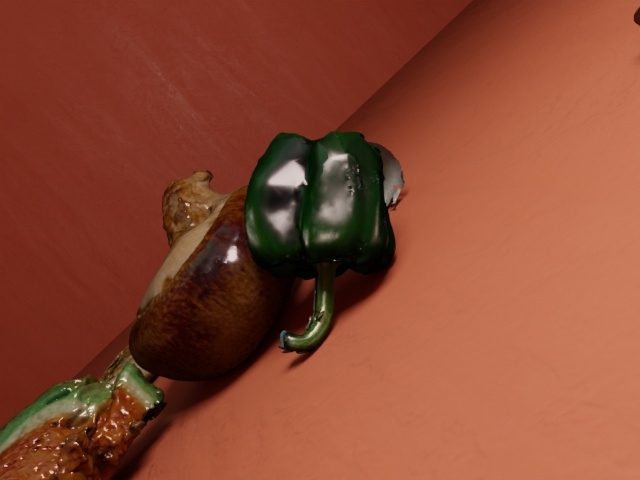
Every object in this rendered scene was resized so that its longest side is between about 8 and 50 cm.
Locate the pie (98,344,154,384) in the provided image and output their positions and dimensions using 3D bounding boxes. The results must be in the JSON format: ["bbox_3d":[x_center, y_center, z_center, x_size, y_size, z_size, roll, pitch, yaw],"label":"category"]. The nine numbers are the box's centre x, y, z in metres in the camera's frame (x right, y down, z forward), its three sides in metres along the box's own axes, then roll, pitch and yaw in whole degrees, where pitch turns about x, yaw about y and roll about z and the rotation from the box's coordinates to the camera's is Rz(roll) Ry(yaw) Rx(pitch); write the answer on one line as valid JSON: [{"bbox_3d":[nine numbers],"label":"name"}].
[{"bbox_3d":[-0.448,0.316,1.272,0.339,0.077,0.339,-40,12,10],"label":"pie"}]

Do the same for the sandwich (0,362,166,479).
[{"bbox_3d":[-0.351,0.302,0.720,0.250,0.162,0.301,-53,6,19],"label":"sandwich"}]

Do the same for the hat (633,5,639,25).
[{"bbox_3d":[0.396,-0.247,0.520,0.166,0.144,0.173,-45,-33,1],"label":"hat"}]

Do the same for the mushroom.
[{"bbox_3d":[-0.176,0.044,0.866,0.345,0.259,0.345,-50,5,6],"label":"mushroom"}]

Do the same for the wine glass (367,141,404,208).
[{"bbox_3d":[0.011,-0.077,0.982,0.143,0.143,0.321,-47,12,-21],"label":"wine glass"}]

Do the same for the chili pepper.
[{"bbox_3d":[0.000,0.000,0.684,0.173,0.261,0.165,0,-3,19],"label":"chili pepper"}]
